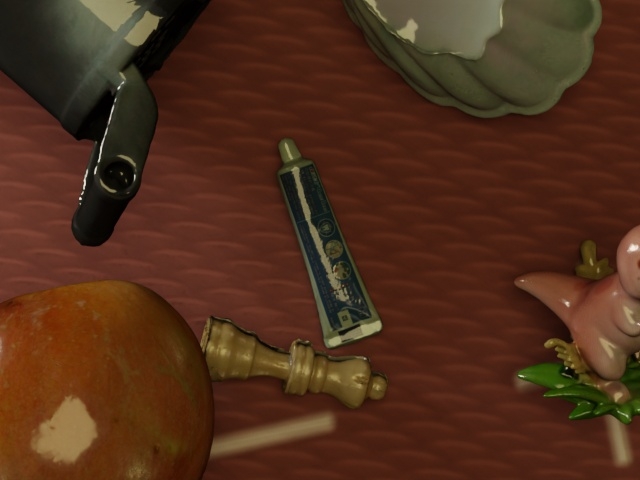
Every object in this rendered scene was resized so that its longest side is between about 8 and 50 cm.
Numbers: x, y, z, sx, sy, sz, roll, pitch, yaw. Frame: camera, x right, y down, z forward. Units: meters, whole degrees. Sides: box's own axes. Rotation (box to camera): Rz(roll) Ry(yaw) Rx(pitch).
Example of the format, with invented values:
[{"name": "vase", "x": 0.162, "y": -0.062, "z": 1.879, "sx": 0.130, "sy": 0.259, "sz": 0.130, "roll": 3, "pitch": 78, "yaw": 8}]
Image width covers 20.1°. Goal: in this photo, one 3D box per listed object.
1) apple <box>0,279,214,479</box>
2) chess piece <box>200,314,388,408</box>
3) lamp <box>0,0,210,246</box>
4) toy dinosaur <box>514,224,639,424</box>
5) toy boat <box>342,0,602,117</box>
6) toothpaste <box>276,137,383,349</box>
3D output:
[{"name": "apple", "x": -0.216, "y": 0.142, "z": 1.519, "sx": 0.253, "sy": 0.253, "sz": 0.254, "roll": 0, "pitch": 86, "yaw": -6}, {"name": "chess piece", "x": -0.023, "y": 0.114, "z": 1.623, "sx": 0.172, "sy": 0.060, "sz": 0.060, "roll": 12, "pitch": 85, "yaw": -7}, {"name": "lamp", "x": -0.230, "y": -0.224, "z": 1.547, "sx": 0.272, "sy": 0.205, "sz": 0.374, "roll": 23, "pitch": 70, "yaw": -7}, {"name": "toy dinosaur", "x": 0.248, "y": 0.064, "z": 1.577, "sx": 0.152, "sy": 0.194, "sz": 0.177, "roll": -31, "pitch": 121, "yaw": -25}, {"name": "toy boat", "x": 0.111, "y": -0.228, "z": 1.613, "sx": 0.290, "sy": 0.100, "sz": 0.199, "roll": 33, "pitch": 103, "yaw": 10}, {"name": "toothpaste", "x": 0.000, "y": 0.000, "z": 1.642, "sx": 0.057, "sy": 0.035, "sz": 0.197, "roll": -20, "pitch": 91, "yaw": 2}]
